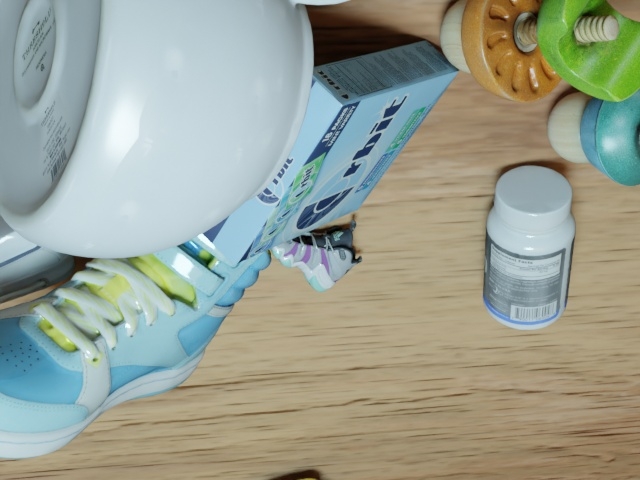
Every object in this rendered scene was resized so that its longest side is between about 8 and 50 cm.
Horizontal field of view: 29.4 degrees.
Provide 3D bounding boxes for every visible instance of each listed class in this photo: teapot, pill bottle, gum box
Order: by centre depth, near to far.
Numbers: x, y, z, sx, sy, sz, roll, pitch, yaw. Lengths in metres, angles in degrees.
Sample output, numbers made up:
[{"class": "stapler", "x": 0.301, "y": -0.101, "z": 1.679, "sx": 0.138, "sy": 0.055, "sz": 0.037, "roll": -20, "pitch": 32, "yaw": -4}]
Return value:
[{"class": "teapot", "x": -0.087, "y": -0.106, "z": 0.750, "sx": 0.187, "sy": 0.256, "sz": 0.252, "roll": 5, "pitch": 100, "yaw": -32}, {"class": "gum box", "x": 0.011, "y": -0.070, "z": 0.920, "sx": 0.184, "sy": 0.041, "sz": 0.157, "roll": -24, "pitch": 154, "yaw": -55}, {"class": "pill bottle", "x": 0.184, "y": 0.006, "z": 1.076, "sx": 0.078, "sy": 0.078, "sz": 0.137, "roll": -8, "pitch": 132, "yaw": -5}]

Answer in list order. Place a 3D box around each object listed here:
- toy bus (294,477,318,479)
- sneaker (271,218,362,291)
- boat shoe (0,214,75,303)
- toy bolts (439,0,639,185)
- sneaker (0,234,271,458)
[{"class": "toy bus", "x": -0.013, "y": 0.395, "z": 1.295, "sx": 0.149, "sy": 0.211, "sz": 0.220, "roll": -23, "pitch": 134, "yaw": 7}, {"class": "sneaker", "x": 0.000, "y": 0.000, "z": 1.062, "sx": 0.069, "sy": 0.038, "sz": 0.098, "roll": -34, "pitch": 139, "yaw": 16}, {"class": "boat shoe", "x": -0.331, "y": 0.040, "z": 0.991, "sx": 0.267, "sy": 0.096, "sz": 0.088, "roll": -23, "pitch": 128, "yaw": -3}, {"class": "toy bolts", "x": 0.220, "y": -0.151, "z": 0.940, "sx": 0.218, "sy": 0.158, "sz": 0.228, "roll": -51, "pitch": 122, "yaw": -20}, {"class": "sneaker", "x": -0.156, "y": 0.036, "z": 0.933, "sx": 0.127, "sy": 0.319, "sz": 0.208, "roll": 42, "pitch": 113, "yaw": 11}]
